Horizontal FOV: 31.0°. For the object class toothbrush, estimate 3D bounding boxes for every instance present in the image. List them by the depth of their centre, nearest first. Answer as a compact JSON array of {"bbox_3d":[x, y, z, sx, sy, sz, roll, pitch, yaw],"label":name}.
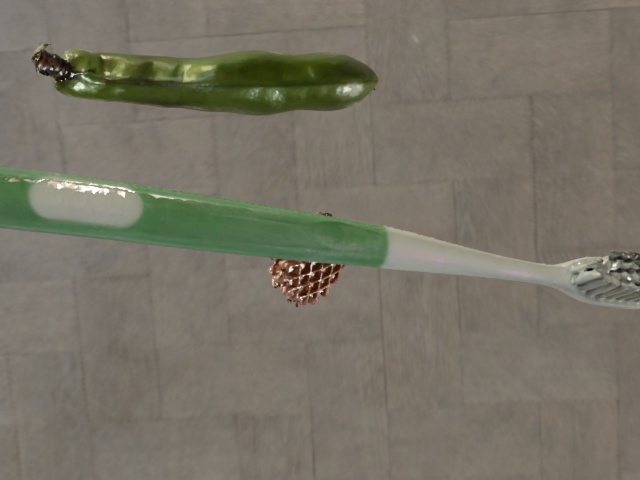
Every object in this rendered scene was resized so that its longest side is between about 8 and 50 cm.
[{"bbox_3d":[0.000,0.000,0.352,0.257,0.024,0.018,8,73,-18],"label":"toothbrush"}]

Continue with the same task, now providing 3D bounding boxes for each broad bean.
[{"bbox_3d":[-0.087,-0.132,0.954,0.318,0.098,0.056,-3,95,-33],"label":"broad bean"}]

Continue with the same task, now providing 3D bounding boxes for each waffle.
[{"bbox_3d":[-0.008,0.016,0.966,0.075,0.029,0.083,27,95,-47],"label":"waffle"}]
